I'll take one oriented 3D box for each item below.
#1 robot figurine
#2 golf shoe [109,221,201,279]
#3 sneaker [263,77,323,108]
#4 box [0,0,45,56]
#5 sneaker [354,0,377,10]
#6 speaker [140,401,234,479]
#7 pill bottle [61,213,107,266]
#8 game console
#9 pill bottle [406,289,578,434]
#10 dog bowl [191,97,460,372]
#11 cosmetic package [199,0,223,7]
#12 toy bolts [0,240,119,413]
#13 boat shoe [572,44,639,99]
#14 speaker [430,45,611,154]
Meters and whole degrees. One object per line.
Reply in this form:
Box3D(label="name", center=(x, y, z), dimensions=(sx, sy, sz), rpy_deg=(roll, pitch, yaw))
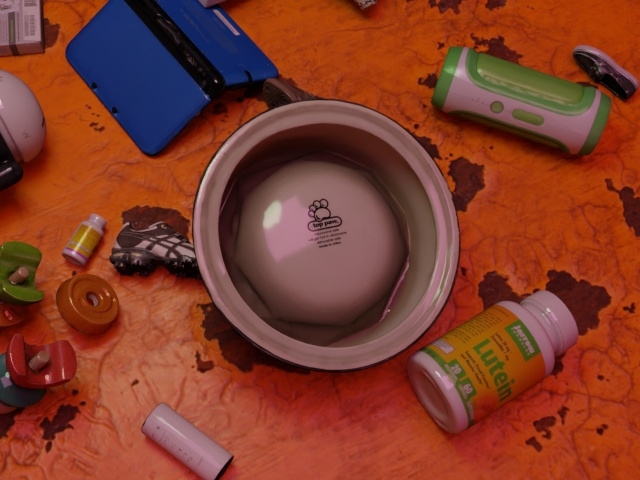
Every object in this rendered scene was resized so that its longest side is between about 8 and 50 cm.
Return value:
Box3D(label="robot figurine", center=(-0.586, -0.165, 1.358), dimensions=(0.278, 0.173, 0.209), rpy_deg=(-29, 105, -16))
Box3D(label="golf shoe", center=(-0.237, 0.010, 1.353), dimensions=(0.198, 0.077, 0.094), rpy_deg=(5, 64, -4))
Box3D(label="sneaker", center=(-0.019, -0.229, 1.499), dimensions=(0.188, 0.066, 0.071), rpy_deg=(42, 52, 9))
Box3D(label="box", center=(-0.605, -0.403, 1.538), dimensions=(0.186, 0.038, 0.145), rpy_deg=(-7, 65, -9))
Box3D(label="sneaker", center=(0.160, -0.588, 1.657), dimensions=(0.410, 0.158, 0.182), rpy_deg=(-41, 102, -21))
Box3D(label="speaker", center=(-0.195, 0.299, 1.232), dimensions=(0.136, 0.055, 0.055), rpy_deg=(34, 67, 11))
Box3D(label="pill bottle", center=(-0.381, -0.002, 1.364), dimensions=(0.043, 0.043, 0.083), rpy_deg=(24, 66, 7))
Box3D(label="game console", center=(-0.270, -0.325, 1.535), dimensions=(0.250, 0.173, 0.293), rpy_deg=(-22, 65, -48))
Box3D(label="pill bottle", center=(0.267, 0.176, 1.281), dimensions=(0.245, 0.136, 0.136), rpy_deg=(-28, 70, -16))
Box3D(label="dog bowl", center=(0.000, 0.000, 1.288), dimensions=(0.407, 0.150, 0.408), rpy_deg=(3, 79, -14))
Box3D(label="cosmetic package", center=(-0.185, -0.587, 1.581), dimensions=(0.224, 0.138, 0.224), rpy_deg=(-31, 70, -30))
Box3D(label="toy bolts", center=(-0.434, 0.151, 1.268), dimensions=(0.218, 0.158, 0.229), rpy_deg=(21, 44, -39))
Box3D(label="boat shoe", center=(0.534, -0.317, 1.583), dimensions=(0.142, 0.049, 0.040), rpy_deg=(36, 68, 10))
Box3D(label="speaker", center=(0.354, -0.249, 1.495), dimensions=(0.296, 0.131, 0.131), rpy_deg=(19, 65, 5))
